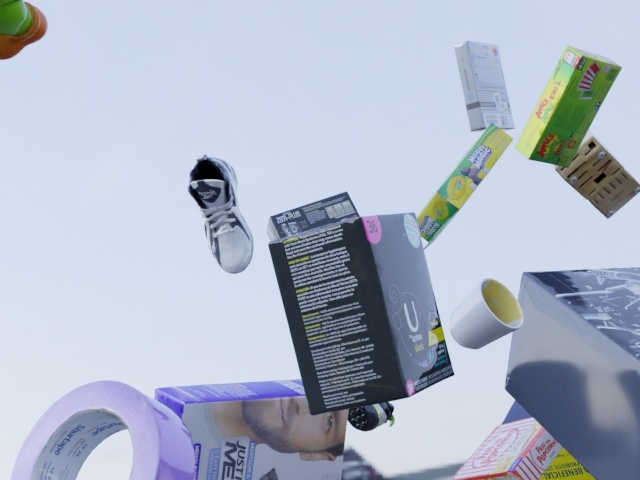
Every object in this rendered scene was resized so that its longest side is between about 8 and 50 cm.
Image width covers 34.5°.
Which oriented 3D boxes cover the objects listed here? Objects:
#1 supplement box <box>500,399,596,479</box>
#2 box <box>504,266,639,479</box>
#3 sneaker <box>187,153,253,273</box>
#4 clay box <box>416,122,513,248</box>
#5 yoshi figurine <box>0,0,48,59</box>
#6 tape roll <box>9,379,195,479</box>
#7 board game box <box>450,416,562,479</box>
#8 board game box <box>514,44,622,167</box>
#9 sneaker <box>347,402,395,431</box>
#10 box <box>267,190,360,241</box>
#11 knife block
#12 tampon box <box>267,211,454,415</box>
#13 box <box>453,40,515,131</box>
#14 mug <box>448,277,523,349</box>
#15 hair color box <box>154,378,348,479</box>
[{"bbox_3d":[0.541,0.474,2.105,0.194,0.356,0.195,-19,14,35],"label":"supplement box"},{"bbox_3d":[0.449,0.171,1.259,0.313,0.179,0.343,-3,20,-19],"label":"box"},{"bbox_3d":[-0.198,-0.059,1.962,0.094,0.235,0.153,-9,-16,13],"label":"sneaker"},{"bbox_3d":[0.229,-0.087,1.733,0.053,0.222,0.127,39,-32,4],"label":"clay box"},{"bbox_3d":[-0.496,-0.357,1.382,0.204,0.203,0.362,26,-4,1],"label":"yoshi figurine"},{"bbox_3d":[-0.316,0.344,1.479,0.275,0.274,0.090,-13,-33,27],"label":"tape roll"},{"bbox_3d":[0.321,0.361,1.724,0.147,0.045,0.193,-42,3,-31],"label":"board game box"},{"bbox_3d":[0.389,-0.208,1.625,0.092,0.043,0.181,8,-62,-33],"label":"board game box"},{"bbox_3d":[0.060,0.257,1.950,0.097,0.234,0.084,-13,-23,-43],"label":"sneaker"},{"bbox_3d":[0.000,0.000,2.135,0.180,0.147,0.077,-19,-24,-17],"label":"box"},{"bbox_3d":[0.475,-0.166,1.911,0.088,0.242,0.276,-44,-42,16],"label":"knife block"},{"bbox_3d":[0.040,0.063,0.940,0.101,0.161,0.120,-15,-3,27],"label":"tampon box"},{"bbox_3d":[0.346,-0.322,2.170,0.038,0.186,0.145,-12,-1,36],"label":"box"},{"bbox_3d":[0.174,0.083,1.082,0.078,0.062,0.064,11,-43,-41],"label":"mug"},{"bbox_3d":[-0.118,0.341,1.752,0.339,0.185,0.110,2,7,-38],"label":"hair color box"}]
